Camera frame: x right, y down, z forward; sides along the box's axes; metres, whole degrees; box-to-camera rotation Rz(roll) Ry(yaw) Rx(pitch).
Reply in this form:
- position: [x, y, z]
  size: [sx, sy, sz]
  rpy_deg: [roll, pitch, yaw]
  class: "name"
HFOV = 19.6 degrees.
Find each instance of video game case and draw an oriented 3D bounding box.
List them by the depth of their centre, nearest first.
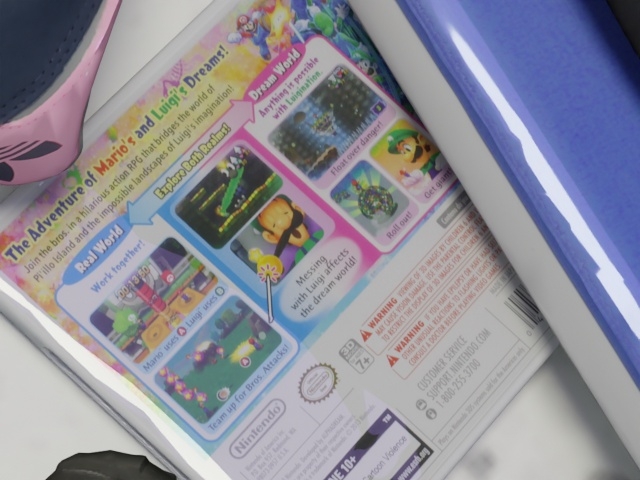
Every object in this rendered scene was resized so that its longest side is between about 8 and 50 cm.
- position: [0.000, 0.000, 0.534]
  size: [0.143, 0.019, 0.157]
  rpy_deg: [42, 70, 3]
  class: "video game case"

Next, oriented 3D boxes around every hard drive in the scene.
- position: [0.174, 0.015, 0.544]
  size: [0.210, 0.040, 0.319]
  rpy_deg: [-27, 80, -27]
  class: "hard drive"

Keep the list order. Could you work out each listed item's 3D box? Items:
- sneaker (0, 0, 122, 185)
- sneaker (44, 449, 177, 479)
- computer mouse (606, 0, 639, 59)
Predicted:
- position: [-0.087, -0.157, 0.530]
  size: [0.112, 0.131, 0.319]
  rpy_deg: [-1, 51, 15]
  class: "sneaker"
- position: [-0.047, 0.191, 0.413]
  size: [0.130, 0.109, 0.286]
  rpy_deg: [-9, 79, 0]
  class: "sneaker"
- position: [0.148, -0.095, 0.523]
  size: [0.184, 0.060, 0.262]
  rpy_deg: [-37, 74, -24]
  class: "computer mouse"
